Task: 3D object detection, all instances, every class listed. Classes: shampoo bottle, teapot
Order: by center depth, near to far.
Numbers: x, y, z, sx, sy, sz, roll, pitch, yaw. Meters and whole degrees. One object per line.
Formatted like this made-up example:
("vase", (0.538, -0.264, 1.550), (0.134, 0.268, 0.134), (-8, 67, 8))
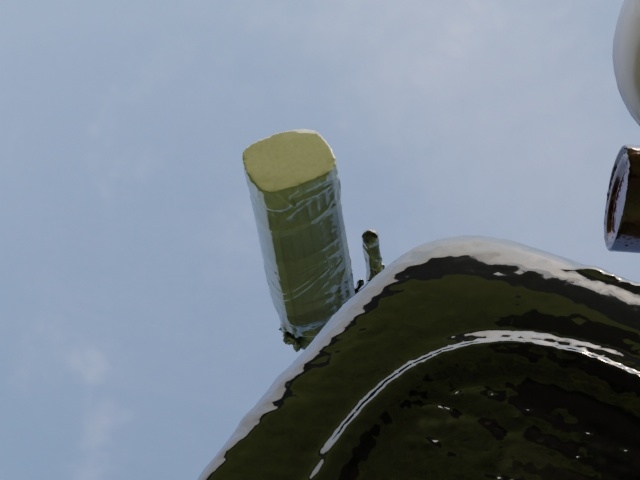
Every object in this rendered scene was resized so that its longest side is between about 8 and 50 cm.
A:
("shampoo bottle", (0.376, -0.027, 1.256), (0.260, 0.102, 0.064), (3, -141, 0))
("teapot", (0.000, 0.000, 1.291), (0.107, 0.200, 0.077), (-20, -137, -12))

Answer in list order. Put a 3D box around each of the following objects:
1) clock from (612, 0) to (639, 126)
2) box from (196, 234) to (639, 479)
("clock", (0.189, -0.193, 0.368), (0.342, 0.184, 0.326), (-22, -112, 22))
("box", (0.070, 0.086, 0.480), (0.212, 0.042, 0.201), (23, -122, 26))
